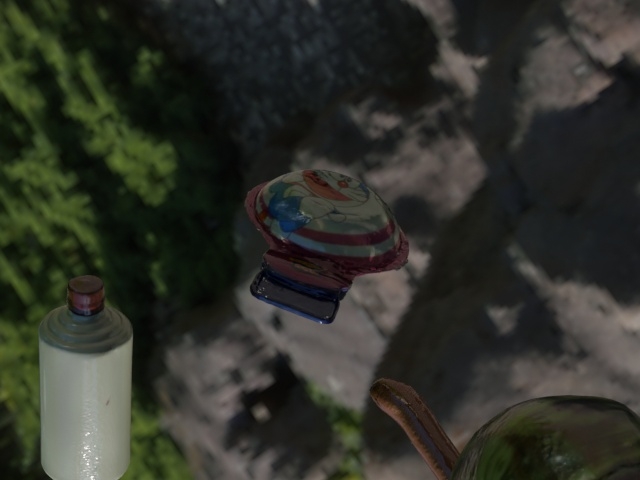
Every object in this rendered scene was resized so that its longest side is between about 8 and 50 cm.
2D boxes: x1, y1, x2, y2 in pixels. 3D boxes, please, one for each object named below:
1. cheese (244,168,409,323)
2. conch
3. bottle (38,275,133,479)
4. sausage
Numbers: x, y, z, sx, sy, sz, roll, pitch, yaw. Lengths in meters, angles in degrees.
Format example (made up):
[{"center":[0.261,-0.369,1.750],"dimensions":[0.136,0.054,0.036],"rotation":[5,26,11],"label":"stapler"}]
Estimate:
[{"center":[0.000,0.000,1.599],"dimensions":[0.155,0.244,0.062],"rotation":[20,119,3],"label":"cheese"},{"center":[0.153,0.147,0.945],"dimensions":[0.181,0.124,0.187],"rotation":[19,-177,11],"label":"conch"},{"center":[-0.260,0.150,2.045],"dimensions":[0.104,0.104,0.245],"rotation":[37,133,43],"label":"bottle"},{"center":[0.113,0.208,1.851],"dimensions":[0.186,0.043,0.043],"rotation":[54,160,26],"label":"sausage"}]
